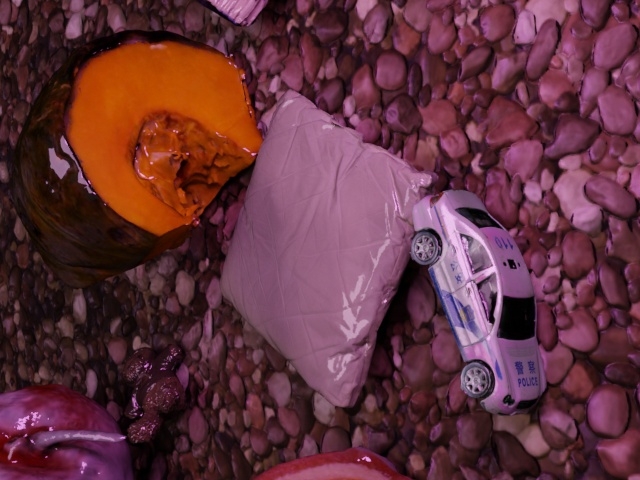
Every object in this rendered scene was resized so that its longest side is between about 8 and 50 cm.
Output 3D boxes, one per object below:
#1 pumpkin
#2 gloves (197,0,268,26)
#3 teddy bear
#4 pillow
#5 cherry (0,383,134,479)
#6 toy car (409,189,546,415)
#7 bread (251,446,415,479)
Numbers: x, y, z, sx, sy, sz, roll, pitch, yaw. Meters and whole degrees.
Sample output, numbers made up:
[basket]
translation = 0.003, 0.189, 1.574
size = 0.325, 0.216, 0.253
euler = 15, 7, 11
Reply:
[pumpkin]
translation = -0.235, -0.105, 1.321
size = 0.256, 0.303, 0.225
euler = 49, 135, 1
[gloves]
translation = -0.050, -0.381, 1.222
size = 0.312, 0.135, 0.210
euler = -41, 56, 35
[teddy bear]
translation = -0.213, 0.201, 1.435
size = 0.119, 0.078, 0.160
euler = -54, 30, 10
[pillow]
translation = 0.000, 0.002, 1.213
size = 0.281, 0.076, 0.274
euler = 37, 113, 46
[cherry]
translation = -0.386, 0.370, 1.444
size = 0.291, 0.326, 0.335
euler = 5, 98, 4
[toy car]
translation = 0.160, 0.055, 1.036
size = 0.076, 0.090, 0.224
euler = -33, 67, 34
[bread]
translation = -0.013, 0.312, 1.120
size = 0.190, 0.244, 0.123
euler = 45, 132, 44
